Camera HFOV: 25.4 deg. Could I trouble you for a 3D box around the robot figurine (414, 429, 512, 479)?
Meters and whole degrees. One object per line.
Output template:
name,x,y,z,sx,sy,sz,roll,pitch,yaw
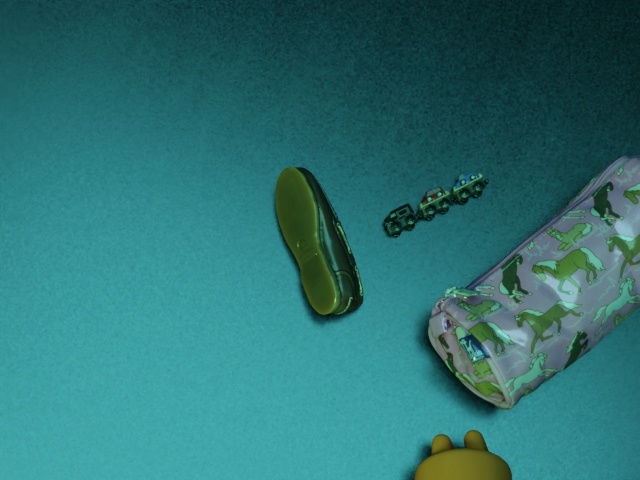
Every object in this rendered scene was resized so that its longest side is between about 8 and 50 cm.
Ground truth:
robot figurine,0.182,0.347,1.769,0.158,0.128,0.219,15,51,-17

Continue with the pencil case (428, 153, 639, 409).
pencil case,0.327,0.048,1.862,0.386,0.167,0.160,-37,50,-13

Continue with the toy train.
toy train,0.157,-0.053,1.937,0.158,0.027,0.036,-26,69,-10

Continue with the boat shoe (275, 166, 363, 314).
boat shoe,0.000,0.000,1.892,0.073,0.073,0.206,-7,78,-45
